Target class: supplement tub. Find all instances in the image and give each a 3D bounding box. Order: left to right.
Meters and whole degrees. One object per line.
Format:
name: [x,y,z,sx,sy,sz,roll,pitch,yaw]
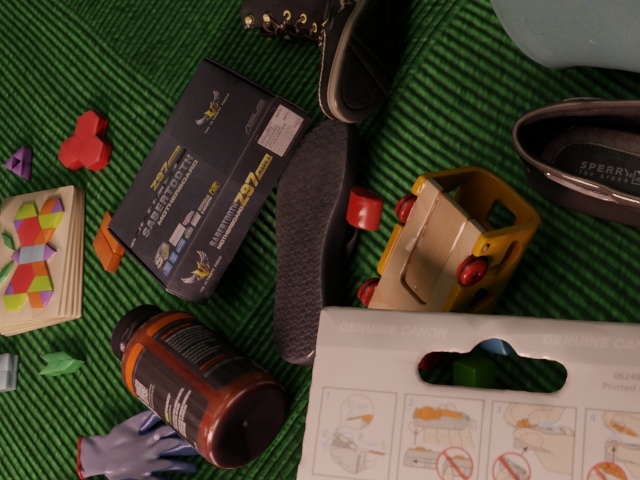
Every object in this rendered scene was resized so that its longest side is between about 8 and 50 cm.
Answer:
supplement tub: [-0.132,0.139,1.102,0.198,0.106,0.106,33,95,37]

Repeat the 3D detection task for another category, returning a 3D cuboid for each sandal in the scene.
sandal: [-0.001,0.001,1.093,0.097,0.054,0.255,-1,77,45]

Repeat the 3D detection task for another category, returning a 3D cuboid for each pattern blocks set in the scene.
pattern blocks set: [-0.353,0.020,1.345,0.285,0.026,0.325,-24,63,27]

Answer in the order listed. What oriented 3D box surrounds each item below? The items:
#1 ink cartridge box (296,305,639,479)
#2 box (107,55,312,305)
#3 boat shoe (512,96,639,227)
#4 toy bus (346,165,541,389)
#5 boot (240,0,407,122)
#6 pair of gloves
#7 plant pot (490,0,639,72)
ink cartridge box: [0.129,0.254,0.844,0.308,0.091,0.385,2,76,21]
box: [-0.126,-0.070,1.170,0.233,0.059,0.183,-59,36,4]
boat shoe: [0.307,-0.053,0.862,0.335,0.095,0.112,11,82,37]
toy bus: [0.115,0.033,0.963,0.202,0.104,0.191,-8,93,52]
boot: [-0.005,-0.220,1.139,0.178,0.085,0.236,-3,62,36]
pair of gloves: [-0.195,0.275,1.135,0.159,0.023,0.198,-13,63,22]
plant pot: [0.279,-0.251,0.860,0.255,0.271,0.272,-7,70,49]
